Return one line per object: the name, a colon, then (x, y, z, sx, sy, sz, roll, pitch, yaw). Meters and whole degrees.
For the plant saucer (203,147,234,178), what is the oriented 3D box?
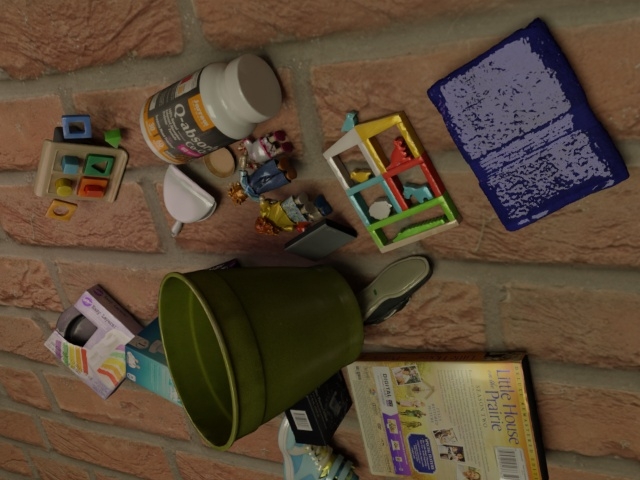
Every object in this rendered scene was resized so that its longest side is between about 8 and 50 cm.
plant saucer: (-0.228, -0.183, 1.442, 0.083, 0.015, 0.083, 14, 124, 22)

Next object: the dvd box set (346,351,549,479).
dvd box set: (0.278, 0.403, 1.437, 0.420, 0.062, 0.307, -8, 101, 32)

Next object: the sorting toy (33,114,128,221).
sorting toy: (-0.594, -0.158, 1.566, 0.347, 0.196, 0.047, -58, 40, 37)

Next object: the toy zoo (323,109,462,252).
toy zoo: (0.131, -0.128, 1.264, 0.192, 0.030, 0.293, -22, 105, 36)

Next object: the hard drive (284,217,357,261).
hard drive: (0.000, 0.000, 1.384, 0.094, 0.022, 0.135, 22, 140, -38)

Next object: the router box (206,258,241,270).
router box: (-0.256, 0.133, 1.621, 0.179, 0.046, 0.133, -19, 106, 35)

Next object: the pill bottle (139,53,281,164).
pill bottle: (-0.226, -0.269, 1.298, 0.278, 0.162, 0.162, -16, 109, 35)

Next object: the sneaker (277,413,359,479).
sneaker: (0.004, 0.566, 1.682, 0.208, 0.127, 0.319, 15, 133, 23)

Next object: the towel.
towel: (0.351, -0.190, 1.087, 0.228, 0.076, 0.308, -28, 101, 30)

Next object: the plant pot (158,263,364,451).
plant pot: (-0.111, 0.202, 1.349, 0.366, 0.353, 0.366, 30, 128, 49)

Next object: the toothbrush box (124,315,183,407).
toothbrush box: (-0.327, 0.314, 1.659, 0.295, 0.216, 0.126, 21, 126, 16)

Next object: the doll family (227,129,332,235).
doll family: (-0.112, -0.101, 1.359, 0.163, 0.118, 0.263, -23, 104, 37)

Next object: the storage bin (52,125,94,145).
storage bin: (-0.633, -0.223, 1.604, 0.091, 0.098, 0.135, 53, 135, 28)

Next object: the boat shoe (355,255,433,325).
boat shoe: (0.160, 0.113, 1.374, 0.079, 0.084, 0.233, 23, 130, -34)

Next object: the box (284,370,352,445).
box: (-0.011, 0.393, 1.563, 0.093, 0.158, 0.156, -5, 115, 32)

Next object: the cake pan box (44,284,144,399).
cake pan box: (-0.657, 0.300, 1.879, 0.267, 0.070, 0.246, 44, 105, 1)

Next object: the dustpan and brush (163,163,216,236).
dustpan and brush: (-0.337, -0.076, 1.547, 0.147, 0.060, 0.211, 39, 122, 6)
